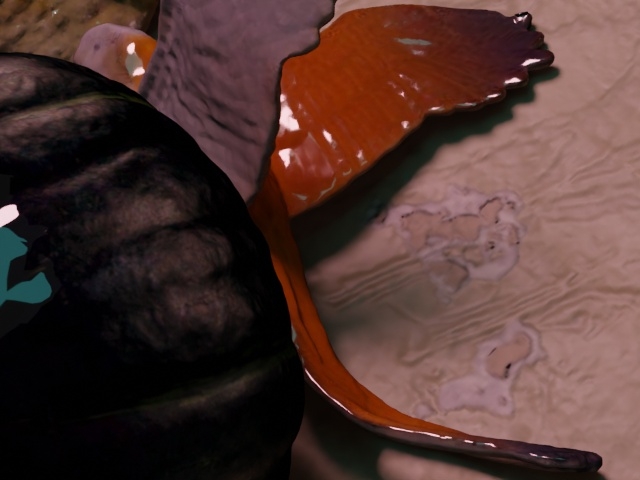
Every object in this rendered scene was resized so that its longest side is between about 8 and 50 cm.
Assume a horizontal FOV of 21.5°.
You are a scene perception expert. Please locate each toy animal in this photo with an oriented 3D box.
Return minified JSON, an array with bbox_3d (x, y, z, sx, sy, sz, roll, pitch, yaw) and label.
[{"bbox_3d":[-0.021,0.002,0.888,0.302,0.225,0.284,-13,78,25],"label":"toy animal"}]

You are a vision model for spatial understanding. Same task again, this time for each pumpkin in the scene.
[{"bbox_3d":[-0.173,0.060,0.765,0.296,0.296,0.295,-8,60,13],"label":"pumpkin"}]

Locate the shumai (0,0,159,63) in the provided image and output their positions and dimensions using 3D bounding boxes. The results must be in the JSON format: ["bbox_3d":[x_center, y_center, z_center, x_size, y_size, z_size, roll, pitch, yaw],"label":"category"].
[{"bbox_3d":[-0.197,-0.180,1.028,0.201,0.201,0.120,-33,17,-3],"label":"shumai"}]
